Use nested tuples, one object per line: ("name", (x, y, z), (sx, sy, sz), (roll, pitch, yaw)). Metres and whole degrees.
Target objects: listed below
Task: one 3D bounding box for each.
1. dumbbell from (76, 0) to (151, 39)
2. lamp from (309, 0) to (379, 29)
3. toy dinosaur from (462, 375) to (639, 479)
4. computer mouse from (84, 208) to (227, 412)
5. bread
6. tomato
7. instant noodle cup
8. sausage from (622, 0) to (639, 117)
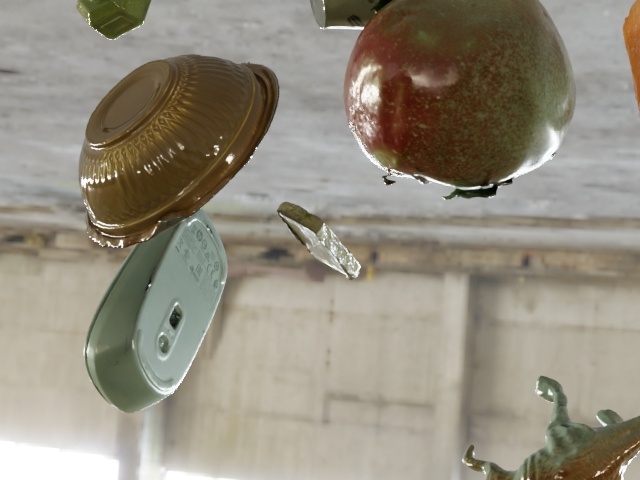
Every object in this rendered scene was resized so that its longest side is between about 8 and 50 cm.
("dumbbell", (-0.372, -0.399, 1.811), (0.121, 0.108, 0.302), (-24, 150, 27))
("lamp", (0.095, -0.350, 1.718), (0.215, 0.121, 0.121), (-15, 179, -9))
("toy dinosaur", (0.300, 0.219, 1.378), (0.393, 0.092, 0.205), (-15, -163, 21))
("computer mouse", (-0.211, 0.080, 1.572), (0.097, 0.288, 0.159), (-4, 135, 26))
("bread", (0.000, 0.000, 1.553), (0.068, 0.028, 0.153), (31, 171, 31))
("tomato", (0.177, -0.208, 1.623), (0.304, 0.239, 0.303), (-5, -152, 2))
("instant noodle cup", (-0.178, -0.121, 1.356), (0.274, 0.274, 0.091), (0, 141, 48))
("sausage", (0.437, -0.124, 1.252), (0.233, 0.287, 0.233), (-3, 156, -1))
